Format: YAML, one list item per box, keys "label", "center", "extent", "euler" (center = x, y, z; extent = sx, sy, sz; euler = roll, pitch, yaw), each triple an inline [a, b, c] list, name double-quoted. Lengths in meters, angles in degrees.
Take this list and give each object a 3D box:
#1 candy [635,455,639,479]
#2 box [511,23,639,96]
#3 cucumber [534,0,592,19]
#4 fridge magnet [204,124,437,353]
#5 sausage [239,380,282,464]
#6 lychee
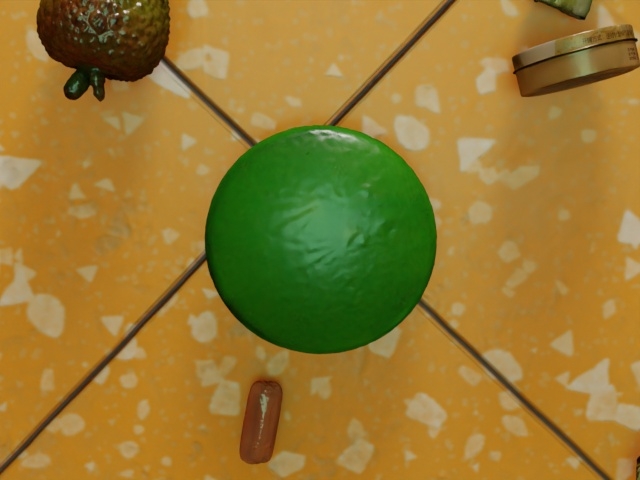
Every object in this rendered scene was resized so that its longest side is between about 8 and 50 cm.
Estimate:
- label: "candy"
  center: [0.427, 0.228, 0.961]
  extent: [0.262, 0.073, 0.077]
  euler: [2, 121, -6]
- label: "box"
  center: [0.216, -0.151, 0.852]
  extent: [0.105, 0.105, 0.037]
  euler: [-13, 92, 4]
- label: "cucumber"
  center: [0.214, -0.252, 0.867]
  extent: [0.067, 0.035, 0.107]
  euler: [14, 102, -20]
- label: "fridge magnet"
  center: [0.000, 0.000, 0.900]
  extent: [0.208, 0.088, 0.208]
  euler: [0, 102, 0]
- label: "sausage"
  center: [-0.057, 0.175, 0.968]
  extent: [0.034, 0.034, 0.083]
  euler: [9, 102, -1]
- label: "lychee"
  center: [-0.183, -0.187, 0.853]
  extent: [0.114, 0.114, 0.146]
  euler: [10, 84, -1]
